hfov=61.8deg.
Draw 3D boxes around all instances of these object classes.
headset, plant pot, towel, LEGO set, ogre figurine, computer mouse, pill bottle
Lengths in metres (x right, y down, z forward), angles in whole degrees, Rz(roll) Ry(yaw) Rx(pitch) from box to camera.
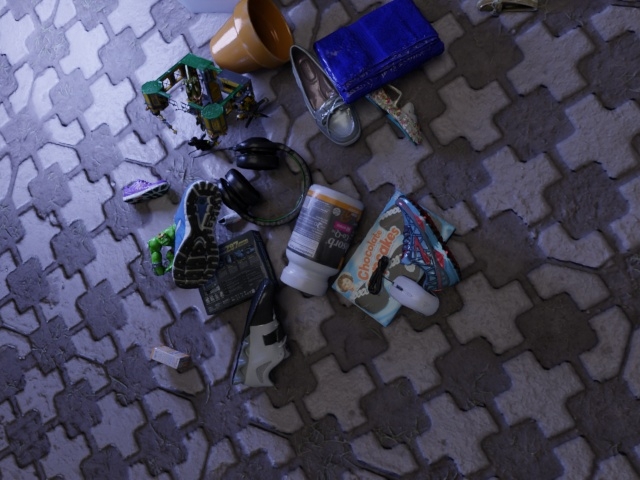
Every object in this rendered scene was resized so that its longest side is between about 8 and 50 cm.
[{"bbox_3d":[-0.210,-0.198,1.576,0.394,0.185,0.244,29,95,2],"label":"headset"},{"bbox_3d":[-0.212,-0.578,1.559,0.187,0.205,0.205,-18,81,32],"label":"plant pot"},{"bbox_3d":[0.152,-0.527,1.445,0.308,0.076,0.228,-28,68,0],"label":"towel"},{"bbox_3d":[-0.331,-0.377,1.552,0.331,0.192,0.255,18,57,17],"label":"LEGO set"},{"bbox_3d":[-0.451,0.017,1.642,0.197,0.097,0.118,-30,96,29],"label":"ogre figurine"},{"bbox_3d":[0.218,0.128,1.384,0.192,0.042,0.106,29,95,13],"label":"computer mouse"},{"bbox_3d":[0.000,0.000,1.460,0.162,0.162,0.279,22,94,18],"label":"pill bottle"}]

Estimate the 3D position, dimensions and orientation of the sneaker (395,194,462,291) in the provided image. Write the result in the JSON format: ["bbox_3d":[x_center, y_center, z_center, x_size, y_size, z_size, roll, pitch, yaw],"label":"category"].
[{"bbox_3d":[0.244,0.011,1.350,0.125,0.104,0.262,-31,81,14],"label":"sneaker"}]

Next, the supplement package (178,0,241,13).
[{"bbox_3d":[-0.310,-0.786,1.586,0.261,0.204,0.145,7,89,17],"label":"supplement package"}]

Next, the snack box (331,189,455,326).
[{"bbox_3d":[0.196,0.049,1.447,0.187,0.060,0.322,35,97,16],"label":"snack box"}]

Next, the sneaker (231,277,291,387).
[{"bbox_3d":[-0.146,0.265,1.508,0.146,0.122,0.331,12,108,-7],"label":"sneaker"}]

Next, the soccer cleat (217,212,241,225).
[{"bbox_3d":[-0.272,-0.066,1.616,0.083,0.035,0.029,-19,81,16],"label":"soccer cleat"}]

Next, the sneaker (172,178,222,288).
[{"bbox_3d":[-0.360,-0.018,1.553,0.129,0.147,0.330,8,101,-24],"label":"sneaker"}]

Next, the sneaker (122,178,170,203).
[{"bbox_3d":[-0.560,-0.168,1.700,0.169,0.068,0.071,-12,77,17],"label":"sneaker"}]

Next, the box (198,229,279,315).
[{"bbox_3d":[-0.260,0.096,1.589,0.232,0.059,0.184,-25,80,15],"label":"box"}]

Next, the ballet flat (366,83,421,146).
[{"bbox_3d":[0.205,-0.363,1.455,0.077,0.091,0.241,-45,77,15],"label":"ballet flat"}]

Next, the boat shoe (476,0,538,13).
[{"bbox_3d":[0.489,-0.618,1.402,0.152,0.056,0.048,-2,81,10],"label":"boat shoe"}]

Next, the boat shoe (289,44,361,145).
[{"bbox_3d":[0.006,-0.410,1.515,0.118,0.103,0.321,-29,78,14],"label":"boat shoe"}]

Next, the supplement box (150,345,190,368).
[{"bbox_3d":[-0.458,0.356,1.634,0.098,0.062,0.036,16,90,17],"label":"supplement box"}]
